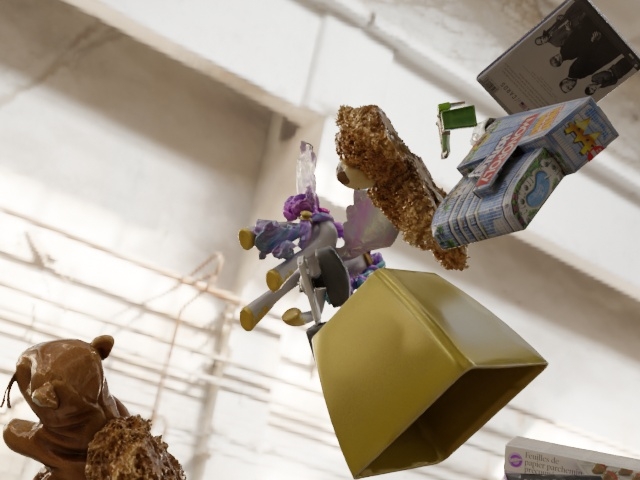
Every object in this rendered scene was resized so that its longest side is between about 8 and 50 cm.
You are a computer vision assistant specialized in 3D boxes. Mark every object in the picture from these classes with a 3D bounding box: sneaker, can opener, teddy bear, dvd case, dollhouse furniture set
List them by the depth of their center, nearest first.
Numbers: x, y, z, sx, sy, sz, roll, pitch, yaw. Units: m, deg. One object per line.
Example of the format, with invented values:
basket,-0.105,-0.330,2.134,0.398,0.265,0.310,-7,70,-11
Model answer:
teddy bear,0.123,-0.070,1.544,0.113,0.245,0.338,-31,-28,14
can opener,0.026,0.152,1.630,0.095,0.284,0.076,-18,-1,5
dollhouse furniture set,0.239,-0.199,1.742,0.058,0.076,0.152,-8,-11,3
dvd case,0.425,-0.303,1.766,0.179,0.030,0.238,44,-60,-12
sneaker,0.409,-0.253,2.358,0.090,0.235,0.095,2,-67,0

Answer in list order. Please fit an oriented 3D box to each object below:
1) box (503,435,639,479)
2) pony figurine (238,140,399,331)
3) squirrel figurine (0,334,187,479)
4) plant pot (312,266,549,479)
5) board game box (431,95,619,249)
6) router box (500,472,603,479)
box,0.498,0.422,1.803,0.323,0.063,0.067,5,8,29
pony figurine,0.000,0.000,2.034,0.302,0.351,0.363,23,33,39
squirrel figurine,-0.396,0.355,1.794,0.396,0.281,0.371,24,-50,29
plant pot,0.116,0.152,1.245,0.212,0.187,0.212,6,-49,-52
board game box,0.232,-0.087,1.129,0.060,0.194,0.194,48,-29,-13
router box,0.368,0.444,1.635,0.178,0.046,0.133,4,-53,-14
